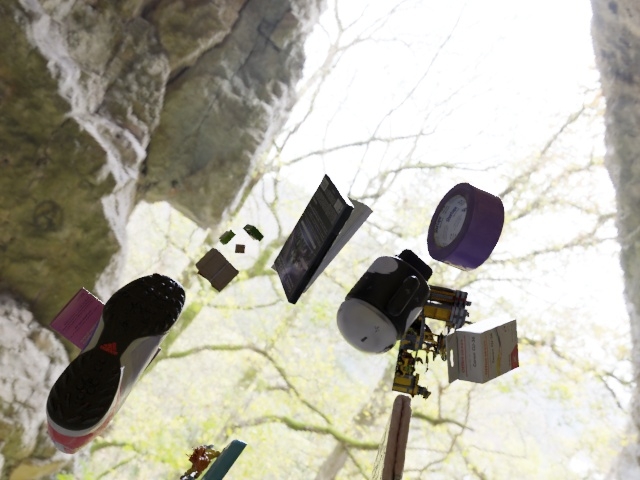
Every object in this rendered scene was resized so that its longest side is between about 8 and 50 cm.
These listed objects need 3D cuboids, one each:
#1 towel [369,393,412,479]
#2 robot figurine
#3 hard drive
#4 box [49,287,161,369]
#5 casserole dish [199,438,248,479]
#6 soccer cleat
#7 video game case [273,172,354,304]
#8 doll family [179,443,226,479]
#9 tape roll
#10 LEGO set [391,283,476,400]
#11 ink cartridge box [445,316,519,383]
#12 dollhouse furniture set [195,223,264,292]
[{"bbox_3d":[0.129,0.548,1.338,0.053,0.332,0.317,15,31,5],"label":"towel"},{"bbox_3d":[0.162,0.152,1.555,0.173,0.278,0.209,24,-29,33],"label":"robot figurine"},{"bbox_3d":[0.000,0.000,1.857,0.040,0.307,0.203,45,-8,-30],"label":"hard drive"},{"bbox_3d":[-0.542,0.242,1.590,0.243,0.117,0.213,41,-18,-11],"label":"box"},{"bbox_3d":[-0.245,0.552,1.527,0.037,0.188,0.114,39,-44,1],"label":"casserole dish"},{"bbox_3d":[-0.313,0.178,0.975,0.108,0.318,0.116,26,-48,-2],"label":"soccer cleat"},{"bbox_3d":[-0.023,-0.007,1.513,0.026,0.274,0.196,22,20,-25],"label":"video game case"},{"bbox_3d":[-0.349,0.648,1.722,0.118,0.263,0.163,39,-7,-2],"label":"doll family"},{"bbox_3d":[0.322,-0.030,1.416,0.080,0.189,0.189,21,-3,-16],"label":"tape roll"},{"bbox_3d":[0.313,0.271,1.704,0.192,0.255,0.331,10,23,8],"label":"LEGO set"},{"bbox_3d":[0.360,0.245,1.396,0.198,0.115,0.067,-9,6,-43],"label":"ink cartridge box"},{"bbox_3d":[-0.188,0.028,1.298,0.076,0.152,0.058,47,-13,-16],"label":"dollhouse furniture set"}]
